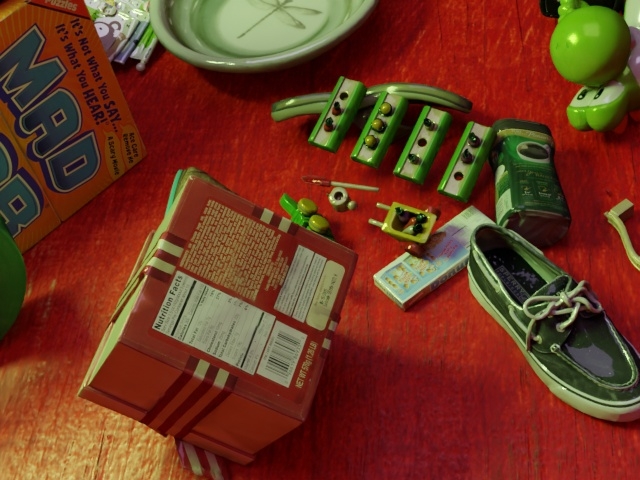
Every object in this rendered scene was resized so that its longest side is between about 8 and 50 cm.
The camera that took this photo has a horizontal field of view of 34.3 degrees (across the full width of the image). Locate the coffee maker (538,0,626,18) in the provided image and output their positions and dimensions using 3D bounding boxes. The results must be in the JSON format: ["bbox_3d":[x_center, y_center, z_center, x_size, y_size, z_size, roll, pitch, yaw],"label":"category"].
[{"bbox_3d":[0.436,-0.440,1.673,0.171,0.120,0.178,21,52,-13],"label":"coffee maker"}]

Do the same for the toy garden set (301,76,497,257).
[{"bbox_3d":[0.088,-0.106,1.419,0.244,0.049,0.204,22,78,20],"label":"toy garden set"}]

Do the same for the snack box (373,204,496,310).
[{"bbox_3d":[0.160,0.022,1.400,0.178,0.022,0.064,-35,53,-16],"label":"snack box"}]

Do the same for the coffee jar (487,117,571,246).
[{"bbox_3d":[0.280,-0.084,1.417,0.096,0.079,0.184,9,50,-10],"label":"coffee jar"}]

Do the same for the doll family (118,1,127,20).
[{"bbox_3d":[-0.443,-0.432,1.861,0.163,0.118,0.263,-15,74,-9],"label":"doll family"}]

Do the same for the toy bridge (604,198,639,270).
[{"bbox_3d":[0.436,0.017,1.340,0.063,0.026,0.188,-34,52,-14],"label":"toy bridge"}]

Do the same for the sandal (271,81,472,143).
[{"bbox_3d":[0.077,-0.185,1.550,0.302,0.120,0.086,-4,93,14],"label":"sandal"}]

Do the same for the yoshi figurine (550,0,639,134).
[{"bbox_3d":[0.449,-0.323,1.473,0.203,0.203,0.362,34,72,6],"label":"yoshi figurine"}]

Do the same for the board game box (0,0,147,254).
[{"bbox_3d":[-0.544,-0.219,1.536,0.356,0.357,0.356,33,65,32],"label":"board game box"}]

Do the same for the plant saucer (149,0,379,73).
[{"bbox_3d":[-0.084,-0.395,1.746,0.400,0.101,0.400,-6,49,8],"label":"plant saucer"}]

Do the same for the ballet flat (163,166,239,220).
[{"bbox_3d":[-0.186,0.044,1.420,0.124,0.116,0.342,17,50,0],"label":"ballet flat"}]

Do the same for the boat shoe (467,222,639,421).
[{"bbox_3d":[0.289,0.088,1.263,0.113,0.105,0.306,-27,51,-10],"label":"boat shoe"}]

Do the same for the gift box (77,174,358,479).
[{"bbox_3d":[-0.112,0.122,1.215,0.276,0.258,0.255,30,60,-10],"label":"gift box"}]

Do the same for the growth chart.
[{"bbox_3d":[-0.384,-0.373,1.777,0.237,0.021,0.172,17,73,-2],"label":"growth chart"}]

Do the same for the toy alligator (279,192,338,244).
[{"bbox_3d":[0.000,0.000,1.439,0.051,0.056,0.190,5,37,-38],"label":"toy alligator"}]

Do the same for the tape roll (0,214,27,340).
[{"bbox_3d":[-0.545,0.064,1.327,0.321,0.321,0.077,-29,51,-11],"label":"tape roll"}]

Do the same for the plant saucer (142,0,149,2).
[{"bbox_3d":[-0.333,-0.484,1.929,0.067,0.018,0.192,-27,52,-10],"label":"plant saucer"}]
